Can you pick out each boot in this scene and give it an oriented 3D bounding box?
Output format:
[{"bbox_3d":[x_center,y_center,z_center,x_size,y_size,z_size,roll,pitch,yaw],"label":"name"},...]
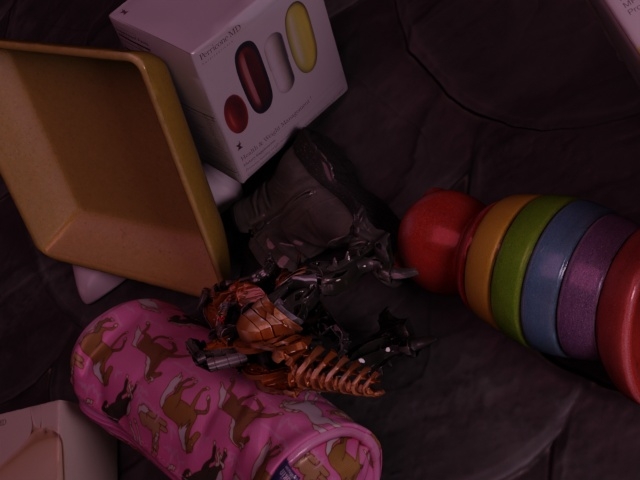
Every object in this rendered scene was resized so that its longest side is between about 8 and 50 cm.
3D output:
[{"bbox_3d":[0.000,0.000,1.208,0.161,0.083,0.246,-49,55,21],"label":"boot"}]

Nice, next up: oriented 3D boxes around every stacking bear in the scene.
[{"bbox_3d":[0.204,0.026,1.022,0.289,0.164,0.175,18,82,39],"label":"stacking bear"}]

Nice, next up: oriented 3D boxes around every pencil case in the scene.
[{"bbox_3d":[-0.115,0.194,1.116,0.386,0.167,0.160,27,109,44],"label":"pencil case"}]

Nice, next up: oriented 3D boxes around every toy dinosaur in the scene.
[{"bbox_3d":[-0.014,0.096,1.033,0.218,0.164,0.322,-22,41,-17],"label":"toy dinosaur"}]

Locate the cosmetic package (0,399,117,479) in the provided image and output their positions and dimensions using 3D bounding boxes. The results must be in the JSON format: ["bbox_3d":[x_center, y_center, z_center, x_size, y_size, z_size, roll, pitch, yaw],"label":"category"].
[{"bbox_3d":[-0.333,0.361,1.237,0.160,0.113,0.309,-17,65,25],"label":"cosmetic package"}]

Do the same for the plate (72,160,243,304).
[{"bbox_3d":[-0.262,-0.096,1.405,0.277,0.045,0.278,-34,58,17],"label":"plate"}]

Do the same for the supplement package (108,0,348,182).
[{"bbox_3d":[-0.100,-0.220,1.221,0.149,0.203,0.194,30,65,35],"label":"supplement package"}]

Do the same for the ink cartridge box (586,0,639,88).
[{"bbox_3d":[0.383,-0.110,0.882,0.160,0.279,0.384,-32,59,17],"label":"ink cartridge box"}]

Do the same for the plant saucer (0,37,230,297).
[{"bbox_3d":[-0.258,-0.103,1.229,0.333,0.332,0.081,12,45,33],"label":"plant saucer"}]
